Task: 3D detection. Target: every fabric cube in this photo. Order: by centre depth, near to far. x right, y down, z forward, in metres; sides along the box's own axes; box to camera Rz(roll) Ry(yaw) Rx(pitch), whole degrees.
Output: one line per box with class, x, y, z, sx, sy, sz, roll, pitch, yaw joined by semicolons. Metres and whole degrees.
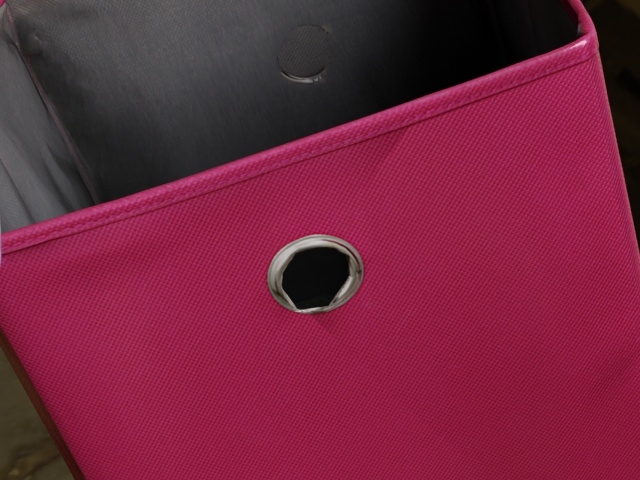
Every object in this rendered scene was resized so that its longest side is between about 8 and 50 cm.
fabric cube;0.000;0.000;0.670;0.254;0.259;0.258;-17;123;3
